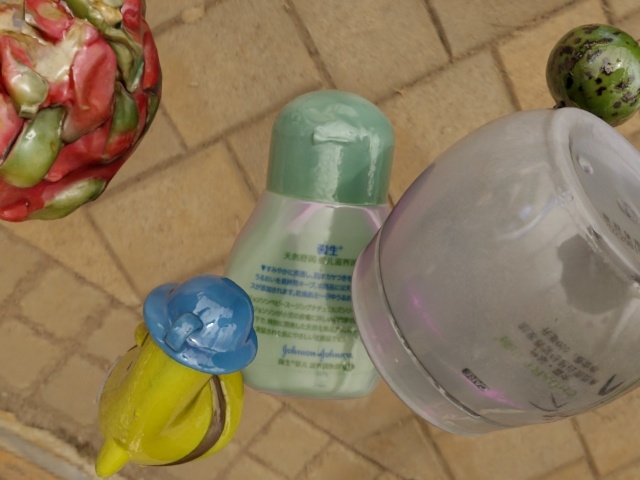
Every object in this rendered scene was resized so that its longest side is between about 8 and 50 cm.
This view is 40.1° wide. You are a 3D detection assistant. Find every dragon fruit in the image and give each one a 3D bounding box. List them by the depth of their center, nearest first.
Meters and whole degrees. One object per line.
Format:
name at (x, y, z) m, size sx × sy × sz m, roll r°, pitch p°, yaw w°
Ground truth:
dragon fruit at (-0.253, -0.131, 0.621) m, size 0.231 × 0.302 × 0.237 m, roll -15°, pitch 117°, yaw -42°

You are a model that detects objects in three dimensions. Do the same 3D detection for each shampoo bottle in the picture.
shampoo bottle at (0.188, 0.034, 0.819) m, size 0.273 × 0.273 × 0.266 m, roll 33°, pitch 130°, yaw -19°
shampoo bottle at (0.000, 0.000, 1.025) m, size 0.222 × 0.151 × 0.349 m, roll 5°, pitch 99°, yaw -6°

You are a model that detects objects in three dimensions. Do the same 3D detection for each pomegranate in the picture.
pomegranate at (0.326, -0.191, 0.982) m, size 0.161 × 0.122 × 0.122 m, roll -27°, pitch 114°, yaw -8°

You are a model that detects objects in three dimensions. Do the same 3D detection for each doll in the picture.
doll at (-0.146, 0.149, 0.866) m, size 0.145 × 0.363 × 0.199 m, roll 35°, pitch 62°, yaw 6°
